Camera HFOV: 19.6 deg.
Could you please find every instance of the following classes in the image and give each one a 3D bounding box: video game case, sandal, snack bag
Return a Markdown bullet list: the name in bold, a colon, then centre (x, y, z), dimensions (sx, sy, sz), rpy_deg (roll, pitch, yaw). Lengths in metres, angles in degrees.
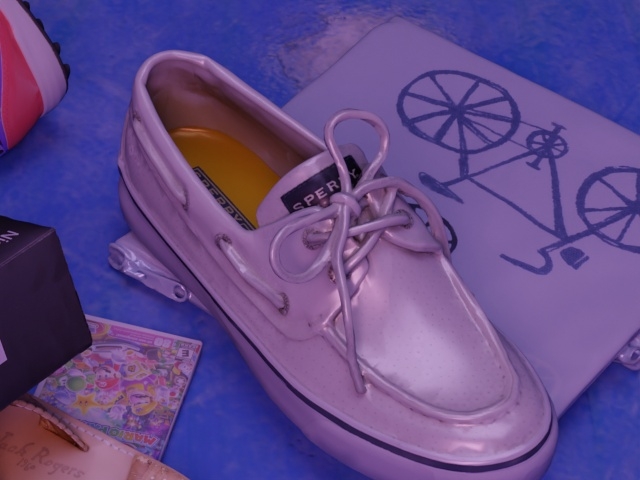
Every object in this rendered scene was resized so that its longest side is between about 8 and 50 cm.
- **video game case**: centre (-0.129, 0.097, 1.128), dimensions (0.087, 0.011, 0.122), rpy_deg (13, 43, 5)
- **sandal**: centre (-0.169, 0.114, 1.043), dimensions (0.240, 0.079, 0.088), rpy_deg (20, 60, 12)
- **snack bag**: centre (0.084, -0.001, 1.247), dimensions (0.323, 0.037, 0.342), rpy_deg (30, 50, 23)

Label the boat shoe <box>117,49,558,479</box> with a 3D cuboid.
- **boat shoe**: centre (0.006, -0.005, 1.108), dimensions (0.136, 0.156, 0.367), rpy_deg (-26, 52, -27)

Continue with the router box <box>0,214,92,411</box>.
- **router box**: centre (-0.319, 0.079, 1.006), dimensions (0.243, 0.081, 0.309), rpy_deg (12, 37, 40)

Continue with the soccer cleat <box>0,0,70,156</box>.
- **soccer cleat**: centre (-0.291, -0.179, 1.205), dimensions (0.109, 0.318, 0.116), rpy_deg (4, 47, 48)
